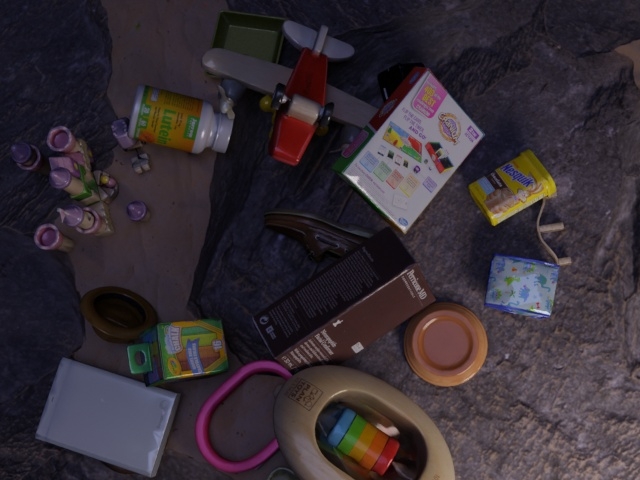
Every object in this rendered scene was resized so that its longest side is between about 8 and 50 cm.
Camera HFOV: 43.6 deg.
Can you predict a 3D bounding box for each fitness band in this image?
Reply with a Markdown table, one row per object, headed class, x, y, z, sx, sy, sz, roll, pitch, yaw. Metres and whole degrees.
| class | x | y | z | sx | sy | sz | roll | pitch | yaw |
| --- | --- | --- | --- | --- | --- | --- | --- | --- | --- |
| fitness band | -0.166 | 0.419 | 1.905 | 0.291 | 0.054 | 0.209 | -43 | 77 | -3 |

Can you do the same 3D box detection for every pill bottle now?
| class | x | y | z | sx | sy | sz | roll | pitch | yaw |
| --- | --- | --- | --- | --- | --- | --- | --- | --- | --- |
| pill bottle | -0.348 | -0.296 | 2.000 | 0.245 | 0.136 | 0.137 | 12 | 80 | -13 |

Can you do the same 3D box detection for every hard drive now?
| class | x | y | z | sx | sy | sz | roll | pitch | yaw |
| --- | --- | --- | --- | --- | --- | --- | --- | --- | --- |
| hard drive | -0.511 | 0.422 | 1.921 | 0.307 | 0.040 | 0.203 | 15 | 81 | 11 |

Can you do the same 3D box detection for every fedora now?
| class | x | y | z | sx | sy | sz | roll | pitch | yaw |
| --- | --- | --- | --- | --- | --- | --- | --- | --- | --- |
| fedora | -0.501 | 0.195 | 1.962 | 0.194 | 0.194 | 0.079 | 32 | 122 | 12 |

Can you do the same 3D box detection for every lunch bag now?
| class | x | y | z | sx | sy | sz | roll | pitch | yaw |
| --- | --- | --- | --- | --- | --- | --- | --- | --- | --- |
| lunch bag | 0.464 | 0.106 | 1.861 | 0.151 | 0.096 | 0.129 | 12 | 81 | 0 |

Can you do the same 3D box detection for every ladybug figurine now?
| class | x | y | z | sx | sy | sz | roll | pitch | yaw |
| --- | --- | --- | --- | --- | --- | --- | --- | --- | --- |
| ladybug figurine | 0.082 | 0.461 | 1.783 | 0.449 | 0.162 | 0.305 | 36 | 60 | 8 |

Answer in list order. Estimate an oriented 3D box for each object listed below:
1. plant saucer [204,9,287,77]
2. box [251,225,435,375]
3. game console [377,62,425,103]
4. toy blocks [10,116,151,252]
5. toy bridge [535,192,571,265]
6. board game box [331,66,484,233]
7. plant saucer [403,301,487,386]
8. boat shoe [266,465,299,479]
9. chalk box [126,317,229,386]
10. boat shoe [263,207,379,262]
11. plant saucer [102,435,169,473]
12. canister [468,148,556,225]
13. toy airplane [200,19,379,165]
| class | x | y | z | sx | sy | sz | roll | pitch | yaw |
| --- | --- | --- | --- | --- | --- | --- | --- | --- | --- |
| plant saucer | -0.191 | -0.498 | 2.091 | 0.188 | 0.045 | 0.189 | 10 | 81 | 9 |
| box | 0.058 | 0.158 | 1.842 | 0.381 | 0.191 | 0.143 | -36 | 52 | 0 |
| game console | 0.216 | -0.383 | 2.032 | 0.107 | 0.071 | 0.122 | -22 | 74 | 34 |
| toy blocks | -0.594 | -0.155 | 1.968 | 0.308 | 0.260 | 0.289 | -19 | 77 | 4 |
| toy bridge | 0.549 | -0.030 | 1.911 | 0.063 | 0.026 | 0.188 | -10 | 77 | 7 |
| board game box | 0.213 | -0.213 | 1.901 | 0.242 | 0.064 | 0.317 | 42 | 85 | -29 |
| plant saucer | 0.294 | 0.243 | 1.887 | 0.199 | 0.037 | 0.200 | -1 | 78 | 7 |
| boat shoe | 0.004 | 0.628 | 1.816 | 0.302 | 0.103 | 0.113 | 41 | 74 | 14 |
| chalk box | -0.342 | 0.263 | 1.867 | 0.212 | 0.132 | 0.133 | -3 | 76 | -34 |
| boat shoe | 0.000 | 0.000 | 1.935 | 0.307 | 0.111 | 0.105 | 13 | 80 | 10 |
| plant saucer | -0.469 | 0.467 | 1.945 | 0.198 | 0.036 | 0.199 | -2 | 79 | 8 |
| canister | 0.455 | -0.125 | 1.908 | 0.169 | 0.073 | 0.126 | -30 | 57 | 3 |
| toy airplane | -0.055 | -0.346 | 1.959 | 0.384 | 0.272 | 0.386 | -21 | 63 | -37 |
